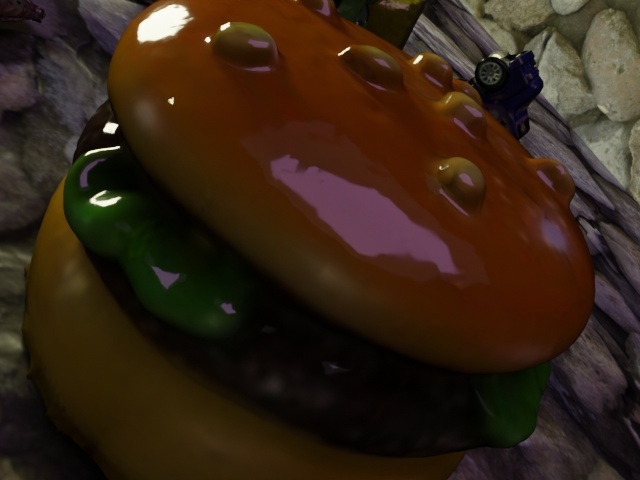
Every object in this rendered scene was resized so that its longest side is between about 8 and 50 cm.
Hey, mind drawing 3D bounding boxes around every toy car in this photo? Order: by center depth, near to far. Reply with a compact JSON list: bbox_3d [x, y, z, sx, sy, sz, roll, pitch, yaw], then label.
[{"bbox_3d":[0.298,-0.236,1.515,0.158,0.235,0.172,56,26,-3],"label":"toy car"}]

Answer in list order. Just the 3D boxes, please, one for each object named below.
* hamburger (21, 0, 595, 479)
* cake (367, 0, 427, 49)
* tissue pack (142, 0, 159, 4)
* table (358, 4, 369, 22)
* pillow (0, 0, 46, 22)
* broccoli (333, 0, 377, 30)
[{"bbox_3d":[0.000,0.000,0.603,0.395,0.277,0.396,26,28,-15],"label":"hamburger"},{"bbox_3d":[0.091,-0.433,1.586,0.179,0.156,0.260,28,20,3],"label":"cake"},{"bbox_3d":[-0.225,-0.464,1.133,0.257,0.122,0.215,-91,162,-54],"label":"tissue pack"},{"bbox_3d":[-0.022,-0.434,1.450,0.126,0.126,0.220,9,41,-51],"label":"table"},{"bbox_3d":[-0.356,-0.266,0.798,0.185,0.043,0.118,45,19,-5],"label":"pillow"},{"bbox_3d":[0.003,-0.353,1.216,0.270,0.270,0.270,40,40,-43],"label":"broccoli"}]
